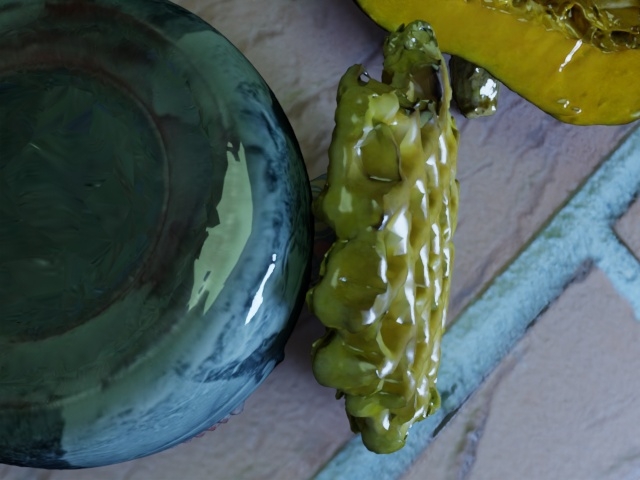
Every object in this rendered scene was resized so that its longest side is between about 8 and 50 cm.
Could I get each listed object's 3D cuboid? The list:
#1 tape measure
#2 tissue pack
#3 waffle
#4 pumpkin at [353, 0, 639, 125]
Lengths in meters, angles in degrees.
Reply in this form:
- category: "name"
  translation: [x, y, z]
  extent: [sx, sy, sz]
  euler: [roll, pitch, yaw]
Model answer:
- category: "tape measure"
  translation: [-0.139, -0.004, 0.455]
  extent: [0.275, 0.147, 0.256]
  euler: [-11, 75, 5]
- category: "tissue pack"
  translation: [0.000, 0.000, 0.594]
  extent: [0.063, 0.035, 0.083]
  euler: [-26, 83, -27]
- category: "waffle"
  translation: [0.051, -0.010, 0.512]
  extent: [0.051, 0.291, 0.291]
  euler: [4, 65, 18]
- category: "pumpkin"
  translation: [0.153, -0.201, 0.642]
  extent: [0.317, 0.221, 0.139]
  euler: [19, 38, -14]
